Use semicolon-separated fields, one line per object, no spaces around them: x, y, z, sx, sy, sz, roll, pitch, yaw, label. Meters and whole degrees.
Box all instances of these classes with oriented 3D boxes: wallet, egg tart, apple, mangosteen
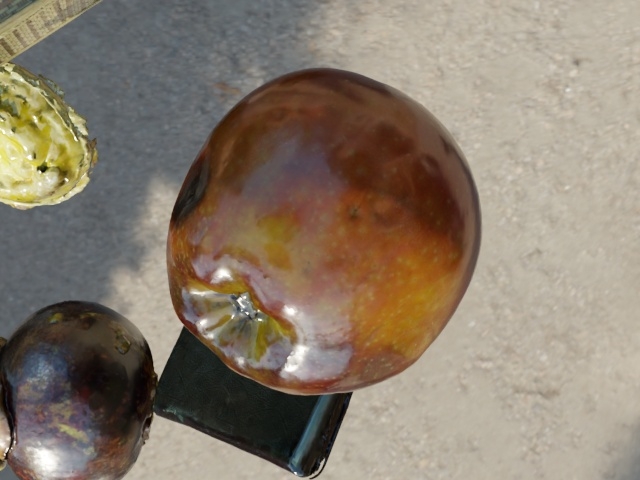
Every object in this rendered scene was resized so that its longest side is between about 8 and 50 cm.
-0.074;0.142;1.086;0.318;0.045;0.172;4;67;53;wallet
-0.447;-0.136;1.359;0.279;0.095;0.279;10;139;9;egg tart
0.000;0.000;0.722;0.230;0.230;0.230;5;103;25;apple
-0.268;0.152;0.967;0.217;0.192;0.192;3;104;-9;mangosteen

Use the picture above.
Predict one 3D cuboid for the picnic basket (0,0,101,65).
-0.401;-0.384;1.139;0.228;0.175;0.313;-36;96;-8;picnic basket
